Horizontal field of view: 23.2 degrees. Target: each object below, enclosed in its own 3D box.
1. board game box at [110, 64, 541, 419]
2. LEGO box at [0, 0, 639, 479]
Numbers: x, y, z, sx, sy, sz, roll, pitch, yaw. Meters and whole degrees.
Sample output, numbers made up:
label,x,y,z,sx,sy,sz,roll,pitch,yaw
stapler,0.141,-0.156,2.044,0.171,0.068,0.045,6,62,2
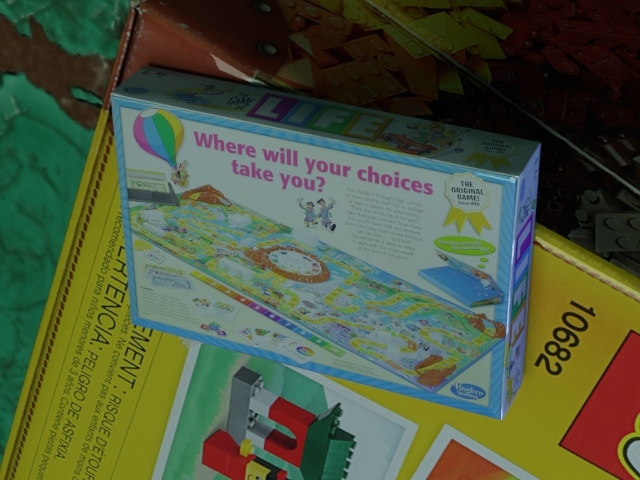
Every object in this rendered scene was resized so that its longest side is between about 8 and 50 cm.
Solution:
label,x,y,z,sx,sy,sz,roll,pitch,yaw
board game box,0.000,0.000,0.570,0.154,0.026,0.103,13,125,20
LEGO box,0.052,0.127,0.768,0.372,0.193,0.500,29,129,7
